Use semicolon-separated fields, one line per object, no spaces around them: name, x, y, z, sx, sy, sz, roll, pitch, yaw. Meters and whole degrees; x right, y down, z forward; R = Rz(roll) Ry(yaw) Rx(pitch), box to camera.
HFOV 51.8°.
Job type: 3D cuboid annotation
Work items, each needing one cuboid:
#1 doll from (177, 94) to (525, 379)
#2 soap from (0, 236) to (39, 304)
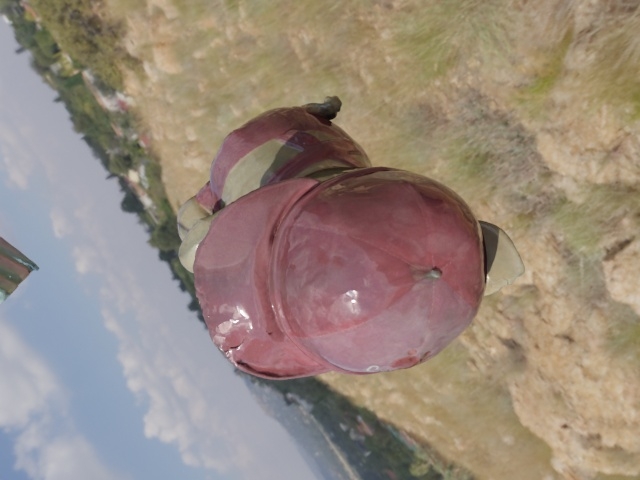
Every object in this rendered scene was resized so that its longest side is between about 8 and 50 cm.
doll;0.001;0.003;0.468;0.256;0.196;0.152;43;160;57
soap;-0.309;0.016;0.514;0.149;0.056;0.100;33;-159;-16
